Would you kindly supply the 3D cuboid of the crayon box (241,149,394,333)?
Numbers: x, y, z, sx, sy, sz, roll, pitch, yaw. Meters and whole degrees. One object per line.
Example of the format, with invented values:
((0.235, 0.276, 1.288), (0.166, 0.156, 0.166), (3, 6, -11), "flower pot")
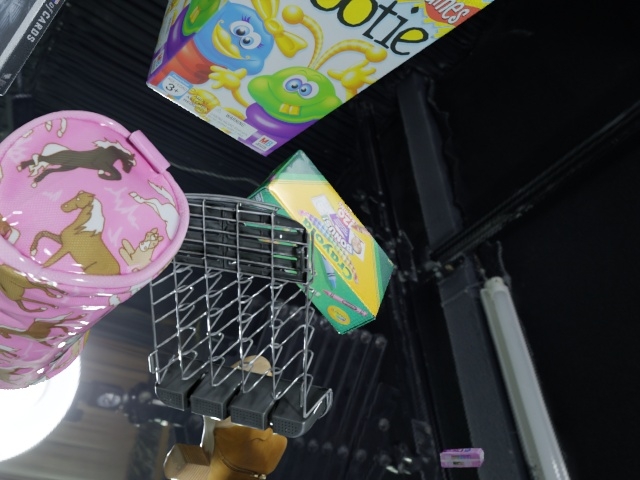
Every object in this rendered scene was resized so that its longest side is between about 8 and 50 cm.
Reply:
((0.000, 0.000, 0.934), (0.081, 0.278, 0.165), (-32, -165, 32), "crayon box")

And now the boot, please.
((-0.131, 0.350, 1.024), (0.295, 0.211, 0.104), (-51, -136, 9), "boot")

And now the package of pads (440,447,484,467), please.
((0.292, 0.448, 1.128), (0.083, 0.050, 0.032), (-12, -104, 23), "package of pads")

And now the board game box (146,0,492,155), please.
((-0.008, -0.216, 0.472), (0.275, 0.144, 0.142), (-26, -131, 40), "board game box")

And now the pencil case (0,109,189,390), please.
((-0.268, 0.036, 0.544), (0.386, 0.160, 0.167), (-35, -129, 48), "pencil case")

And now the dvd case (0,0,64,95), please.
((-0.378, -0.312, 0.639), (0.239, 0.179, 0.029), (-59, 169, -2), "dvd case")

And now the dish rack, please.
((-0.092, 0.080, 0.591), (0.074, 0.208, 0.272), (-47, 142, -64), "dish rack")
